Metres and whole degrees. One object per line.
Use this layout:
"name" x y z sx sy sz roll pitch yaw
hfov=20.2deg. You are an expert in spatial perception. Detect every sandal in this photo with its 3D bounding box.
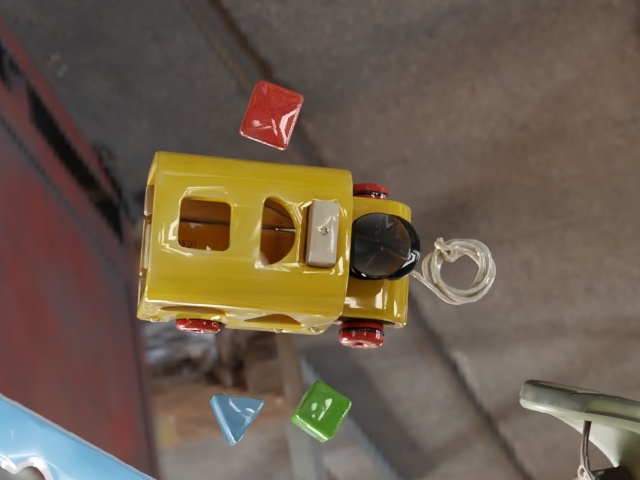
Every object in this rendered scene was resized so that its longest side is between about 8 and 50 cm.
"sandal" 0.256 0.195 1.377 0.120 0.086 0.303 8 153 48

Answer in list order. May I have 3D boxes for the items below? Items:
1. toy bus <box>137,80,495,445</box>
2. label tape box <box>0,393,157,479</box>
"toy bus" -0.012 0.004 1.047 0.202 0.191 0.104 -41 178 -15
"label tape box" -0.151 0.250 0.942 0.249 0.347 0.115 23 -168 30
